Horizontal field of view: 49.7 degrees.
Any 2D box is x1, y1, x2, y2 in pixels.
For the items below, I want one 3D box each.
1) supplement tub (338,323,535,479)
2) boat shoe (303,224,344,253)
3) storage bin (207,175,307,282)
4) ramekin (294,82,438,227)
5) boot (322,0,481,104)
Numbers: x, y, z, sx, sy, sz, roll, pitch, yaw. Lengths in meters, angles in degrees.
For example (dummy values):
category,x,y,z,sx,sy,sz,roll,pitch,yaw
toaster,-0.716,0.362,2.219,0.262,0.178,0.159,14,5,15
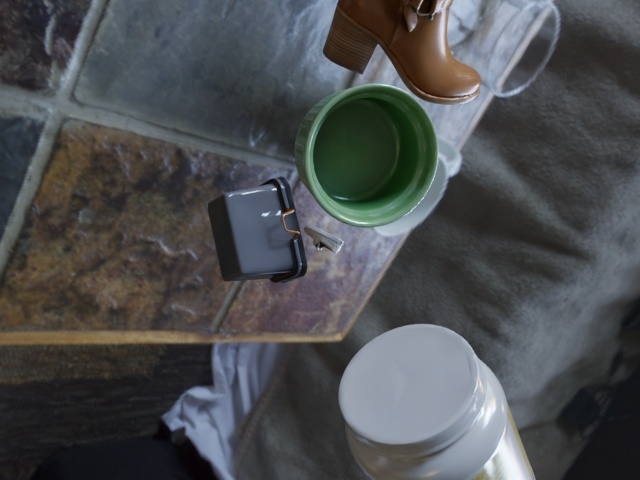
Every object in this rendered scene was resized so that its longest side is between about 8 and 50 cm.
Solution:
category,x,y,z,sx,sy,sz,roll,pitch,yaw
supplement tub,0.179,0.311,1.047,0.241,0.241,0.331,-36,126,-12
boat shoe,0.000,0.000,1.360,0.035,0.100,0.035,-58,145,-10
storage bin,-0.082,-0.009,0.881,0.091,0.135,0.098,-10,174,-37
ramekin,0.089,-0.190,1.509,0.303,0.148,0.303,-4,104,-17
boot,0.163,-0.334,1.022,0.283,0.109,0.220,17,125,-18
